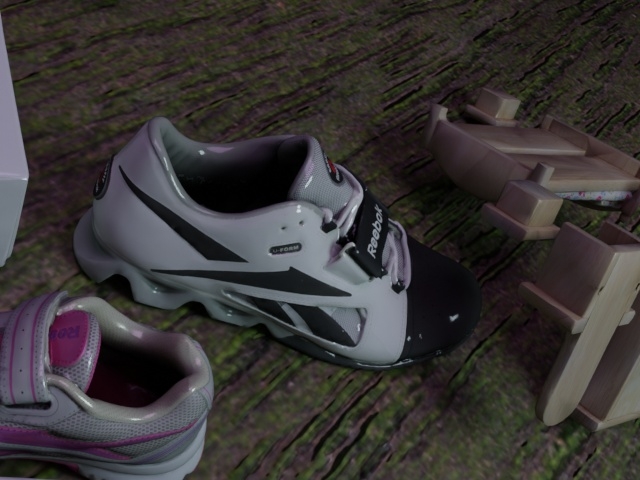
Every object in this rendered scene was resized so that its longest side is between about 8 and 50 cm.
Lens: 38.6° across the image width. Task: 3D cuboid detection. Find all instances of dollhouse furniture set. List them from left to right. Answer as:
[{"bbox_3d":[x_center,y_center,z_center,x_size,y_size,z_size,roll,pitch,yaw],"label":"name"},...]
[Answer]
[{"bbox_3d":[0.169,-0.005,0.835,0.303,0.173,0.355,-2,30,-42],"label":"dollhouse furniture set"}]

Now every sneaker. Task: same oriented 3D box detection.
[{"bbox_3d":[-0.172,0.074,0.517,0.252,0.111,0.103,8,48,-26],"label":"sneaker"},{"bbox_3d":[0.000,0.000,0.674,0.331,0.146,0.122,13,44,-23],"label":"sneaker"}]

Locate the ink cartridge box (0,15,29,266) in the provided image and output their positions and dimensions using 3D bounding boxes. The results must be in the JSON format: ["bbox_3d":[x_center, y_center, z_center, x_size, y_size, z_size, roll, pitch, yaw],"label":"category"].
[{"bbox_3d":[-0.319,-0.076,0.574,0.237,0.100,0.172,1,51,-31],"label":"ink cartridge box"}]

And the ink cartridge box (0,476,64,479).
[{"bbox_3d":[-0.064,0.201,0.398,0.278,0.201,0.117,10,46,-24],"label":"ink cartridge box"}]
